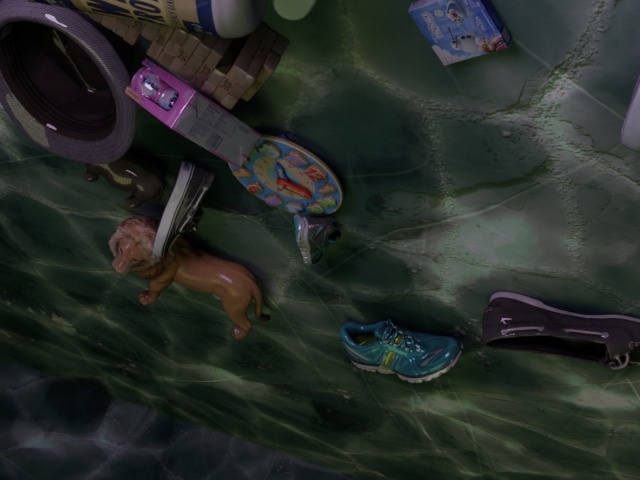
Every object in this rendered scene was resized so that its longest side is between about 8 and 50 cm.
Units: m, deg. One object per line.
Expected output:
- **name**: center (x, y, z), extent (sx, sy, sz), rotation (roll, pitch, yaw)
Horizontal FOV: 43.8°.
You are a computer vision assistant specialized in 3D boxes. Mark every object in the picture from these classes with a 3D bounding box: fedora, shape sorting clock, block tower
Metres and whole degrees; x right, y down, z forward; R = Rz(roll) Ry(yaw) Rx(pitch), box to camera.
- **fedora**: center (-0.361, -0.256, 1.168), extent (0.244, 0.124, 0.275), rotation (10, 140, 16)
- **shape sorting clock**: center (-0.060, -0.102, 1.307), extent (0.206, 0.040, 0.206), rotation (16, 149, 10)
- **block tower**: center (-0.210, -0.303, 1.029), extent (0.335, 0.091, 0.097), rotation (31, 148, -16)

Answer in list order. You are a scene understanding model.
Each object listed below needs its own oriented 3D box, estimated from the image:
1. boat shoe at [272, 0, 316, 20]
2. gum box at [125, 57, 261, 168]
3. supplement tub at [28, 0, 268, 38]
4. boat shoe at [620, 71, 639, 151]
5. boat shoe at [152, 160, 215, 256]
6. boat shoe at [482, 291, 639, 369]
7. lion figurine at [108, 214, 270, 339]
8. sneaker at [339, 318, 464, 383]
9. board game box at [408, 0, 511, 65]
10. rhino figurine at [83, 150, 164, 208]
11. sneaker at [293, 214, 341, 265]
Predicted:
- **boat shoe**: center (0.004, -0.334, 0.874), extent (0.065, 0.083, 0.183), rotation (30, 122, -15)
- **gum box**: center (-0.180, -0.179, 1.134), extent (0.107, 0.062, 0.188), rotation (36, -176, 28)
- **supplement tub**: center (-0.204, -0.339, 0.790), extent (0.316, 0.228, 0.228), rotation (11, 150, 1)
- **boat shoe**: center (0.392, -0.197, 0.773), extent (0.119, 0.121, 0.335), rotation (20, 148, 12)
- **boat shoe**: center (-0.250, -0.045, 1.442), extent (0.070, 0.078, 0.219), rotation (19, 130, -14)
- **boat shoe**: center (0.444, 0.177, 1.371), extent (0.335, 0.095, 0.112), rotation (12, 149, 17)
- **lion figurine**: center (-0.251, 0.071, 1.650), extent (0.392, 0.142, 0.240), rotation (16, 145, -18)
- **sneaker**: center (0.157, 0.219, 1.630), extent (0.275, 0.107, 0.110), rotation (-1, 133, 35)
- **board game box**: center (0.163, -0.253, 0.935), extent (0.090, 0.020, 0.090), rotation (-7, 140, 42)
- **rhino figurine**: center (-0.385, -0.143, 1.423), extent (0.243, 0.073, 0.106), rotation (32, 153, -13)
- **sneaker**: center (0.000, 0.000, 1.406), extent (0.076, 0.065, 0.166), rotation (-8, 163, 3)
